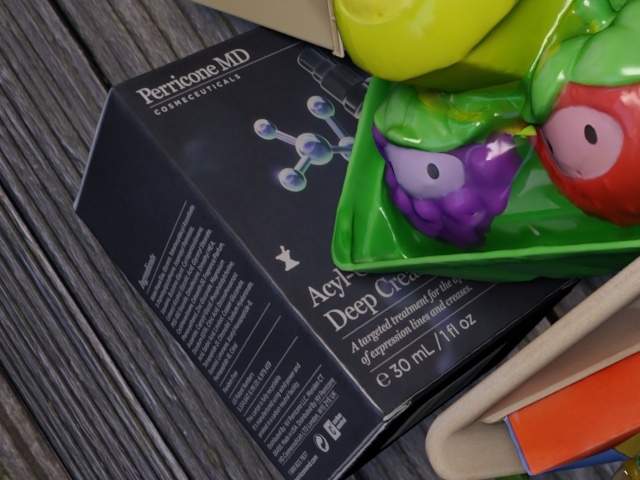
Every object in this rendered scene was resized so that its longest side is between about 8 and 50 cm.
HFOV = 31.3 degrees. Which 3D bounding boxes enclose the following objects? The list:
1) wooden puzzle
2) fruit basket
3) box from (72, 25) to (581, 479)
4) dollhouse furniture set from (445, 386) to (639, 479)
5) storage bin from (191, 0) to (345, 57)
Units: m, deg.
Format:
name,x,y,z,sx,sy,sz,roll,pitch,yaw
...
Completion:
name,x,y,z,sx,sy,sz,roll,pitch,yaw
wooden puzzle,0.284,0.069,0.769,0.348,0.322,0.080,-53,49,40
fruit basket,0.127,-0.125,0.845,0.392,0.392,0.283,-7,65,53
box,0.000,0.000,1.136,0.395,0.293,0.212,49,143,14
dollhouse furniture set,0.296,0.207,1.043,0.301,0.151,0.197,53,144,9
storage bin,-0.045,-0.336,1.074,0.262,0.123,0.260,27,140,38
